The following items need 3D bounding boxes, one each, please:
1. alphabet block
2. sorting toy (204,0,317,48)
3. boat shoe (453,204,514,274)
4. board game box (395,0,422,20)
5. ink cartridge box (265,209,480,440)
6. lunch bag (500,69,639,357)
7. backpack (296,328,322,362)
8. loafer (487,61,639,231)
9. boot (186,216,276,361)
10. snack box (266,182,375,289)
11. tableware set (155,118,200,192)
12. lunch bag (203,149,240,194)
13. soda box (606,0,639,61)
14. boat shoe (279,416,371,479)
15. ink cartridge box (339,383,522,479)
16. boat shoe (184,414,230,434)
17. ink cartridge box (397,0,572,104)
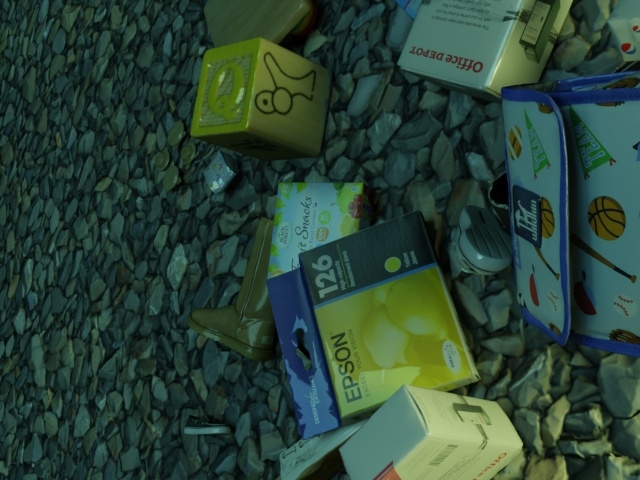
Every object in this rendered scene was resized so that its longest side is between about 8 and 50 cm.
[{"bbox_3d":[-0.118,-0.277,1.644,0.193,0.197,0.192,-1,77,46],"label":"alphabet block"},{"bbox_3d":[-0.123,-0.496,1.792,0.257,0.089,0.255,-40,53,31],"label":"sorting toy"},{"bbox_3d":[0.242,0.017,1.224,0.083,0.226,0.076,16,110,4],"label":"boat shoe"},{"bbox_3d":[0.184,-0.516,1.517,0.160,0.039,0.211,-51,48,22],"label":"board game box"},{"bbox_3d":[0.067,0.135,1.341,0.307,0.072,0.304,-20,62,9],"label":"ink cartridge box"},{"bbox_3d":[0.384,-0.037,0.969,0.385,0.239,0.328,9,111,50],"label":"lunch bag"},{"bbox_3d":[0.014,0.185,1.446,0.084,0.105,0.114,-49,46,-7],"label":"backpack"},{"bbox_3d":[0.380,-0.136,1.138,0.366,0.130,0.134,-50,48,24],"label":"loafer"},{"bbox_3d":[-0.143,0.082,1.653,0.236,0.089,0.269,19,93,34],"label":"boot"},{"bbox_3d":[0.000,0.000,1.498,0.174,0.070,0.207,3,79,25],"label":"snack box"},{"bbox_3d":[-0.357,-0.207,2.000,0.141,0.020,0.169,-51,47,21],"label":"tableware set"},{"bbox_3d":[-0.217,-0.147,1.815,0.071,0.053,0.083,-51,38,20],"label":"lunch bag"},{"bbox_3d":[0.464,-0.338,1.087,0.069,0.074,0.216,8,56,47],"label":"soda box"},{"bbox_3d":[0.012,0.339,1.403,0.277,0.098,0.096,-43,52,30],"label":"boat shoe"},{"bbox_3d":[0.161,0.300,1.174,0.158,0.218,0.092,-50,43,24],"label":"ink cartridge box"},{"bbox_3d":[-0.236,0.381,1.684,0.142,0.049,0.040,-13,69,46],"label":"boat shoe"},{"bbox_3d":[0.278,-0.379,1.319,0.211,0.121,0.289,29,100,46],"label":"ink cartridge box"}]
